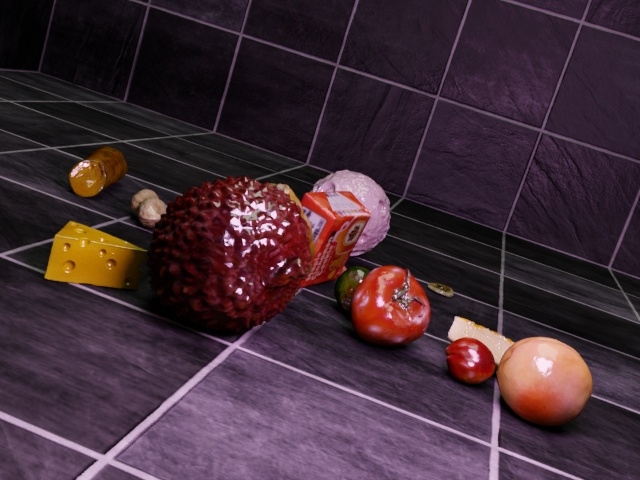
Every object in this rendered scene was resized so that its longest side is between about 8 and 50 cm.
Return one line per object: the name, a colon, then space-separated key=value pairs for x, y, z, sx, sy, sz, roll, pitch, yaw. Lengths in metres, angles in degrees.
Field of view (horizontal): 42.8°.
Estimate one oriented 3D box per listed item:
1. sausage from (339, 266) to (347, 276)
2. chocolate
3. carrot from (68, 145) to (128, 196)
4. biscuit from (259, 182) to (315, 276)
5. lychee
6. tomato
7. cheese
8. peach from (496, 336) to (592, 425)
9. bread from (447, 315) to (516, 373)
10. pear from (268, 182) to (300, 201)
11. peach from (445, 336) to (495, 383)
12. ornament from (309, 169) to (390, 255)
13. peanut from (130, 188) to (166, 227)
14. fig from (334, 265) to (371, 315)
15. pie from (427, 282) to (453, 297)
sausage: x=0.001 y=0.061 z=2.197 sx=0.158 sy=0.036 sz=0.042 roll=20 pitch=4 yaw=8
chocolate: x=0.000 y=0.000 z=2.030 sx=0.108 sy=0.237 sz=0.235 roll=38 pitch=20 yaw=22
carrot: x=-0.623 y=-0.200 z=2.306 sx=0.114 sy=0.114 sz=0.302 roll=17 pitch=13 yaw=-5
biscuit: x=-0.172 y=-0.018 z=1.763 sx=0.335 sy=0.329 sz=0.078 roll=12 pitch=46 yaw=5
lychee: x=-0.170 y=0.024 z=1.548 sx=0.330 sy=0.306 sz=0.306 roll=18 pitch=11 yaw=34
tomato: x=0.142 y=0.144 z=1.762 sx=0.187 sy=0.187 sz=0.151 roll=10 pitch=-24 yaw=-29
cheese: x=-0.431 y=0.039 z=1.596 sx=0.171 sy=0.093 sz=0.126 roll=17 pitch=12 yaw=-9
peach: x=0.433 y=0.272 z=1.597 sx=0.184 sy=0.184 sz=0.184 roll=17 pitch=13 yaw=-4
bread: x=0.377 y=0.242 z=1.786 sx=0.188 sy=0.068 sz=0.125 roll=26 pitch=-11 yaw=36
pear: x=-0.141 y=-0.052 z=2.147 sx=0.197 sy=0.197 sz=0.197 roll=17 pitch=13 yaw=-4
peach: x=0.313 y=0.249 z=1.692 sx=0.101 sy=0.100 sz=0.100 roll=17 pitch=13 yaw=-4
ornament: x=0.073 y=-0.085 z=2.404 sx=0.259 sy=0.259 sz=0.225 roll=30 pitch=-9 yaw=44
peanut: x=-0.446 y=-0.082 z=2.117 sx=0.082 sy=0.082 sz=0.187 roll=11 pitch=16 yaw=-28
fig: x=0.092 y=0.125 z=1.924 sx=0.117 sy=0.117 sz=0.177 roll=21 pitch=-3 yaw=12
pie: x=0.348 y=0.141 z=2.357 sx=0.084 sy=0.021 sz=0.084 roll=17 pitch=12 yaw=-4
